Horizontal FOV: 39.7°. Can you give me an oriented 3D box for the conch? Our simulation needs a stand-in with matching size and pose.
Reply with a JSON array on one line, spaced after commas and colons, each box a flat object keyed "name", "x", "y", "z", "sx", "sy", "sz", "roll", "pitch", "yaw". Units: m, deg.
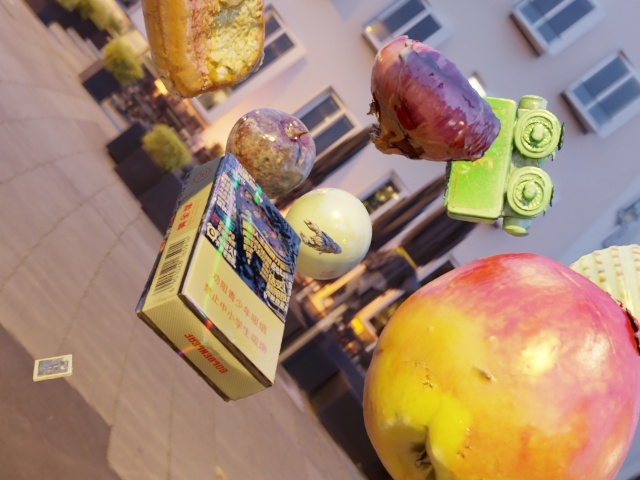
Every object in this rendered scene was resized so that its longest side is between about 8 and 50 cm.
[{"name": "conch", "x": 0.545, "y": 0.174, "z": 1.557, "sx": 0.215, "sy": 0.319, "sz": 0.302, "roll": -116, "pitch": -164, "yaw": -69}]

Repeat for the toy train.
[{"name": "toy train", "x": 0.313, "y": -0.133, "z": 1.532, "sx": 0.188, "sy": 0.243, "sz": 0.132, "roll": 10, "pitch": -1, "yaw": 7}]

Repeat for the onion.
[{"name": "onion", "x": 0.147, "y": -0.186, "z": 1.296, "sx": 0.230, "sy": 0.163, "sz": 0.230, "roll": 48, "pitch": 0, "yaw": -1}]

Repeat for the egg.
[{"name": "egg", "x": 0.008, "y": -0.009, "z": 1.838, "sx": 0.183, "sy": 0.183, "sz": 0.264, "roll": 53, "pitch": -21, "yaw": 5}]

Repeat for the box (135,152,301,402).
[{"name": "box", "x": -0.130, "y": 0.044, "z": 1.246, "sx": 0.198, "sy": 0.084, "sz": 0.310, "roll": 51, "pitch": 30, "yaw": -29}]

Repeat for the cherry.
[{"name": "cherry", "x": -0.108, "y": -0.168, "z": 1.780, "sx": 0.195, "sy": 0.195, "sz": 0.195, "roll": 53, "pitch": 0, "yaw": 0}]

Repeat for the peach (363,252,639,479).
[{"name": "peach", "x": 0.245, "y": 0.195, "z": 1.142, "sx": 0.370, "sy": 0.370, "sz": 0.370, "roll": 53, "pitch": 0, "yaw": 0}]

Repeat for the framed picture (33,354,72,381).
[{"name": "framed picture", "x": -0.471, "y": 0.224, "z": 1.563, "sx": 0.089, "sy": 0.066, "sz": 0.006, "roll": -136, "pitch": -140, "yaw": -70}]

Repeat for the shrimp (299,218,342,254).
[{"name": "shrimp", "x": -0.004, "y": 0.001, "z": 1.507, "sx": 0.092, "sy": 0.038, "sz": 0.029, "roll": 42, "pitch": -2, "yaw": -23}]

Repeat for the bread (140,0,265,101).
[{"name": "bread", "x": -0.151, "y": -0.321, "z": 1.069, "sx": 0.119, "sy": 0.153, "sz": 0.288, "roll": 36, "pitch": -40, "yaw": 40}]
